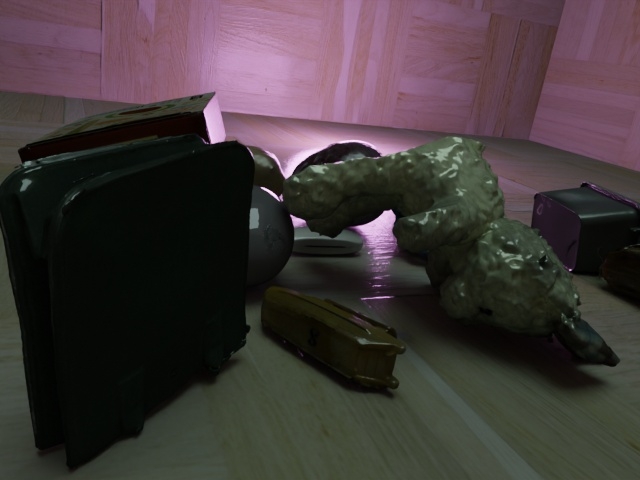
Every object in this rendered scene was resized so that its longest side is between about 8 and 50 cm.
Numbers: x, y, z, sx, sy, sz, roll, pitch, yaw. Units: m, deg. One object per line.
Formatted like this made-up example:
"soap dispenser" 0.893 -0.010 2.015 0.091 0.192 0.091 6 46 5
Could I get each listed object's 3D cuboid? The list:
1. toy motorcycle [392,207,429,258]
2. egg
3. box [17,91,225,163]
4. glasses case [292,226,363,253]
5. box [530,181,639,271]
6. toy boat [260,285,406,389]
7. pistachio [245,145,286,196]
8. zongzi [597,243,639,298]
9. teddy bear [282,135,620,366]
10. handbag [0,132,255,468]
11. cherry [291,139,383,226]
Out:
"toy motorcycle" 0.234 -0.044 1.129 0.206 0.154 0.260 36 19 6
"egg" -0.112 -0.008 0.840 0.146 0.147 0.199 7 24 -6
"box" -0.392 -0.214 1.196 0.344 0.122 0.385 -12 21 -3
"glasses case" 0.000 0.000 1.027 0.164 0.041 0.063 2 22 -20
"box" 0.562 -0.026 1.192 0.134 0.163 0.243 -3 21 -7
"toy boat" 0.011 0.111 0.687 0.225 0.068 0.088 21 17 39
"pistachio" -0.177 -0.151 1.263 0.223 0.126 0.152 16 54 25
"zongzi" 0.590 0.089 0.949 0.247 0.111 0.241 15 26 34
"teddy bear" 0.170 0.045 0.801 0.375 0.363 0.327 -16 -13 8
"handbag" -0.157 0.042 0.516 0.079 0.260 0.247 14 24 23
"cherry" 0.057 -0.120 1.188 0.265 0.184 0.213 -11 7 5
